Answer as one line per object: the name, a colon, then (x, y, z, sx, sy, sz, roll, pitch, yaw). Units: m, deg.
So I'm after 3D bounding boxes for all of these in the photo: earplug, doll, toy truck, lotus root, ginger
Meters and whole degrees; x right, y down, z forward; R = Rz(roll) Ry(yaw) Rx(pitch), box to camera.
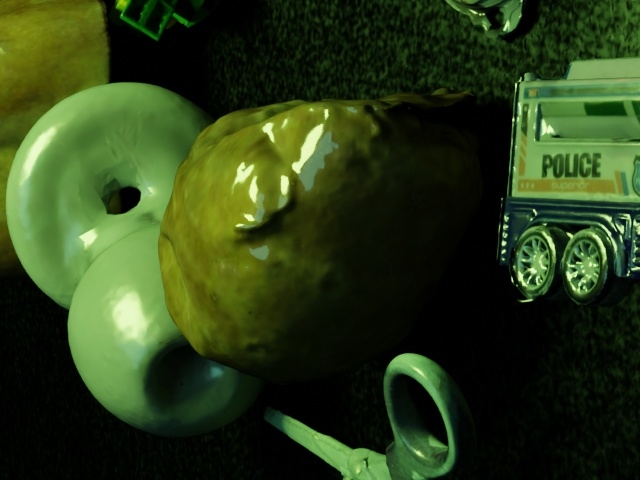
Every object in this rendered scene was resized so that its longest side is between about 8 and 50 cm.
earplug: (-0.147, 0.018, 1.684, 0.175, 0.214, 0.325, 67, 179, -68)
doll: (-0.140, -0.234, 1.740, 0.134, 0.106, 0.186, -62, 13, -6)
toy truck: (0.225, -0.032, 1.149, 0.268, 0.124, 0.155, 4, 91, 60)
lotus root: (-0.305, -0.106, 1.888, 0.316, 0.250, 0.316, 168, 90, -87)
ginger: (-0.003, 0.000, 1.450, 0.269, 0.200, 0.223, 7, 100, 57)

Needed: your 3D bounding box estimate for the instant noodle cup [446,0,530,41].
instant noodle cup: (0.071, -0.246, 1.381, 0.177, 0.125, 0.208, -40, 58, 53)

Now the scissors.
scissors: (0.049, 0.185, 1.488, 0.383, 0.029, 0.256, 7, 123, 65)
